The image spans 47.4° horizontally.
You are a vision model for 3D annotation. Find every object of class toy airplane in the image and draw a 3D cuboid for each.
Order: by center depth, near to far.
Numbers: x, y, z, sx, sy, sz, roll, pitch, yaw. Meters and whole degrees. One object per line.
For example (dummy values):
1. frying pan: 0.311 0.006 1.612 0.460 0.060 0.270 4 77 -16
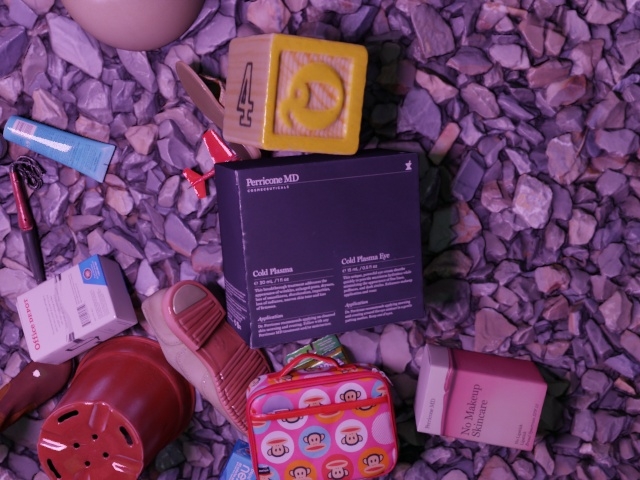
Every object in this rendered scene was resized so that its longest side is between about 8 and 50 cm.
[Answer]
1. toy airplane: -0.210 -0.142 1.456 0.151 0.028 0.151 1 101 4

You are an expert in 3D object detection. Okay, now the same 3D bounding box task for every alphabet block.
1. alphabet block: -0.050 -0.258 1.300 0.193 0.197 0.193 -2 102 -29

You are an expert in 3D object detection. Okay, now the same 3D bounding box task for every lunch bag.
1. lunch bag: 0.000 0.348 1.442 0.293 0.120 0.258 -8 98 -5

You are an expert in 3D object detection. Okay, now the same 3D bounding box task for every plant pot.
1. plant pot: -0.364 -0.491 1.311 0.284 0.191 0.284 1 101 4
2. plant pot: -0.414 0.360 1.455 0.273 0.265 0.272 1 101 4

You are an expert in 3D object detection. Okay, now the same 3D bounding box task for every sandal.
1. sandal: -0.178 -0.263 1.416 0.079 0.088 0.240 -40 96 -22

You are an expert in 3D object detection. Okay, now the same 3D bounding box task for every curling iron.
1. curling iron: -0.594 -0.037 1.500 0.068 0.035 0.273 0 102 4

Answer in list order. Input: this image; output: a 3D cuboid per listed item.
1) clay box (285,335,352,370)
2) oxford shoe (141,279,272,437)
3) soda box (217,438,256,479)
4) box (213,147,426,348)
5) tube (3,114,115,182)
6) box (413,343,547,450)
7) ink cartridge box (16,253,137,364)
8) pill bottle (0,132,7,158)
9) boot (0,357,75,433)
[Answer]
1. clay box: 0.026 0.318 1.525 0.128 0.053 0.222 -28 100 7
2. oxford shoe: -0.222 0.253 1.511 0.147 0.140 0.396 -14 111 43
3. soda box: -0.195 0.544 1.581 0.071 0.067 0.210 26 102 -2
4. box: 0.000 0.000 1.340 0.344 0.179 0.312 -7 103 -19
5. tube: -0.524 -0.190 1.460 0.207 0.052 0.080 21 107 -6
6. box: 0.316 0.314 1.468 0.233 0.127 0.148 9 103 2
7. ink cartridge box: -0.496 0.142 1.479 0.203 0.086 0.148 -27 69 10
8. pill bottle: -0.677 -0.179 1.412 0.087 0.160 0.087 1 102 4
9. boot: -0.640 0.342 1.458 0.264 0.280 0.096 -31 98 9
